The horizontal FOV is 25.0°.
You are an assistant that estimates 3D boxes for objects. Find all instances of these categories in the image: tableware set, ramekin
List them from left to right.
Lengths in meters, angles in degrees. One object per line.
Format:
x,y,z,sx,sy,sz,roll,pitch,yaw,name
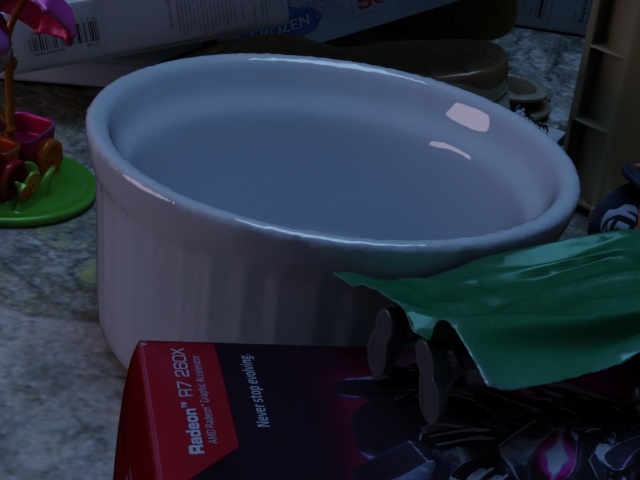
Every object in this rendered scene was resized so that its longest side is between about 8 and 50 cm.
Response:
0.000,0.000,0.832,0.277,0.135,0.277,7,26,-3,ramekin
0.217,-0.125,1.278,0.194,0.039,0.128,13,25,11,tableware set

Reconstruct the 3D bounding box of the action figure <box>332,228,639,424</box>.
0.139,0.035,0.671,0.232,0.063,0.137,-7,25,-24,action figure

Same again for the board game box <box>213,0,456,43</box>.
0.019,-0.307,1.398,0.318,0.066,0.319,-18,38,-6,board game box

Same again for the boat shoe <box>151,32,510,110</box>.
-0.005,-0.092,1.079,0.302,0.098,0.109,2,29,21,boat shoe

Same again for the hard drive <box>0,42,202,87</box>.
-0.262,-0.188,1.262,0.307,0.040,0.203,3,26,-10,hard drive

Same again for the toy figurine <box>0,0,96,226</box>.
-0.218,-0.100,0.945,0.130,0.159,0.173,17,27,18,toy figurine

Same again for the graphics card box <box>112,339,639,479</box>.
0.103,0.139,0.618,0.370,0.094,0.233,4,24,-12,graphics card box

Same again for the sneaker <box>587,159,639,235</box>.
0.218,0.026,0.891,0.321,0.125,0.180,-2,21,-46,sneaker

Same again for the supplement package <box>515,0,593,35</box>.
0.288,-0.347,1.586,0.262,0.198,0.199,9,26,0,supplement package

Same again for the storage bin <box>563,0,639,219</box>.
0.327,-0.117,1.036,0.260,0.262,0.123,22,30,26,storage bin

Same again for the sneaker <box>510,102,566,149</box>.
0.170,-0.095,1.204,0.083,0.037,0.032,7,23,-6,sneaker

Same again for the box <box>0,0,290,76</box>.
-0.179,-0.242,1.231,0.232,0.058,0.322,-12,33,-12,box

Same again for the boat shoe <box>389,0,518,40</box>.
0.083,-0.274,1.484,0.277,0.098,0.096,17,27,21,boat shoe
